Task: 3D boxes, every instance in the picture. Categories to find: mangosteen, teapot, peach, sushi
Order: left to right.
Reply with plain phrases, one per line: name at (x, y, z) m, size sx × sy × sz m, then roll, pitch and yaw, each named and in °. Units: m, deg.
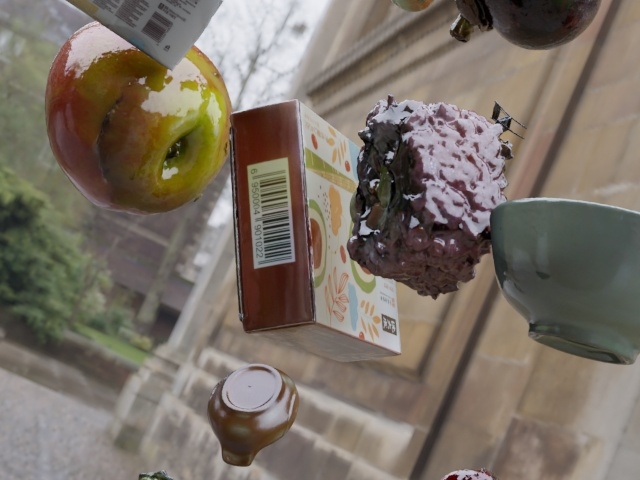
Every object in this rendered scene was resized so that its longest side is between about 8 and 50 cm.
peach at (-0.335, -0.226, 2.045) m, size 0.370 × 0.370 × 0.370 m, roll 24°, pitch -8°, yaw 4°
teapot at (-0.074, 0.193, 1.237) m, size 0.098 × 0.129 × 0.078 m, roll 5°, pitch -56°, yaw 10°
sushi at (0.132, -0.059, 1.570) m, size 0.171 × 0.270 × 0.236 m, roll 14°, pitch -19°, yaw -27°
mangosteen at (0.418, -0.522, 2.261) m, size 0.297 × 0.297 × 0.293 m, roll 28°, pitch -22°, yaw -26°

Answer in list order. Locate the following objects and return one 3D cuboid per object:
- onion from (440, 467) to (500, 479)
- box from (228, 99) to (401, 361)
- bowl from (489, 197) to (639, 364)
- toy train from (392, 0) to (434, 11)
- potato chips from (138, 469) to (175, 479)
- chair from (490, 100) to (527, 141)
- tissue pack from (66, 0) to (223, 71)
onion at (0.216, 0.389, 1.621) m, size 0.131 × 0.131 × 0.131 m, roll 24°, pitch -8°, yaw 4°
box at (0.000, 0.000, 1.818) m, size 0.122 × 0.344 × 0.385 m, roll -10°, pitch -16°, yaw 22°
bowl at (0.331, 0.064, 1.355) m, size 0.289 × 0.146 × 0.289 m, roll 15°, pitch -10°, yaw 3°
toy train at (0.104, -0.490, 1.877) m, size 0.177 × 0.116 × 0.285 m, roll 50°, pitch 4°, yaw 27°
potato chips at (-0.240, 0.422, 1.763) m, size 0.028 × 0.092 × 0.207 m, roll 30°, pitch -4°, yaw -41°
chair at (0.301, -0.194, 1.882) m, size 0.086 × 0.042 × 0.037 m, roll 48°, pitch -35°, yaw 37°
tissue pack at (-0.286, -0.416, 1.827) m, size 0.229 × 0.159 × 0.145 m, roll 32°, pitch 27°, yaw -18°
